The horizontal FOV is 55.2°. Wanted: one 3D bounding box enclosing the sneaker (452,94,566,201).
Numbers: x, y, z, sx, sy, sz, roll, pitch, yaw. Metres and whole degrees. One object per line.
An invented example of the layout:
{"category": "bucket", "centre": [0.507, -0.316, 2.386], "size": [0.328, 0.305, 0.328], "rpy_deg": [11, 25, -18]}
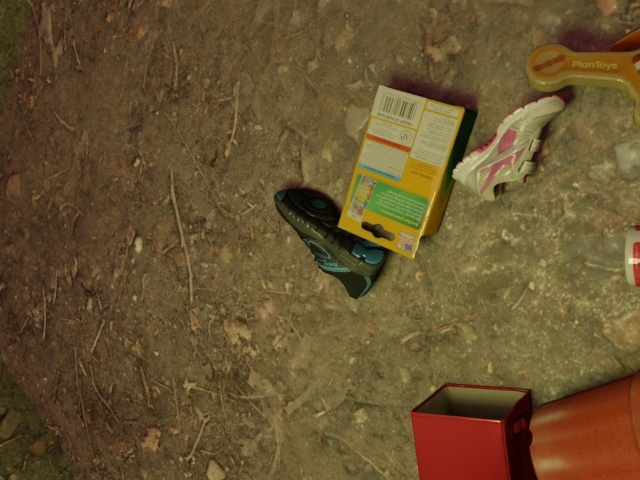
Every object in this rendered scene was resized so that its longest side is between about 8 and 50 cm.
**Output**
{"category": "sneaker", "centre": [0.377, -0.171, 1.173], "size": [0.111, 0.103, 0.252], "rpy_deg": [52, 127, 14]}

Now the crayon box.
{"category": "crayon box", "centre": [0.179, -0.147, 1.310], "size": [0.203, 0.083, 0.322], "rpy_deg": [25, 106, 30]}

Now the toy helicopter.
{"category": "toy helicopter", "centre": [0.528, -0.298, 1.017], "size": [0.355, 0.140, 0.234], "rpy_deg": [9, 78, 22]}

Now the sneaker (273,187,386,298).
{"category": "sneaker", "centre": [0.000, 0.000, 1.432], "size": [0.341, 0.125, 0.139], "rpy_deg": [43, 137, 32]}

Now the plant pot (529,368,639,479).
{"category": "plant pot", "centre": [0.524, 0.354, 1.041], "size": [0.265, 0.272, 0.272], "rpy_deg": [-30, 78, 41]}

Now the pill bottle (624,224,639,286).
{"category": "pill bottle", "centre": [0.613, 0.027, 1.019], "size": [0.180, 0.108, 0.107], "rpy_deg": [0, 96, 35]}

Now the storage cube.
{"category": "storage cube", "centre": [0.311, 0.412, 1.228], "size": [0.215, 0.184, 0.193], "rpy_deg": [-6, 93, 34]}
